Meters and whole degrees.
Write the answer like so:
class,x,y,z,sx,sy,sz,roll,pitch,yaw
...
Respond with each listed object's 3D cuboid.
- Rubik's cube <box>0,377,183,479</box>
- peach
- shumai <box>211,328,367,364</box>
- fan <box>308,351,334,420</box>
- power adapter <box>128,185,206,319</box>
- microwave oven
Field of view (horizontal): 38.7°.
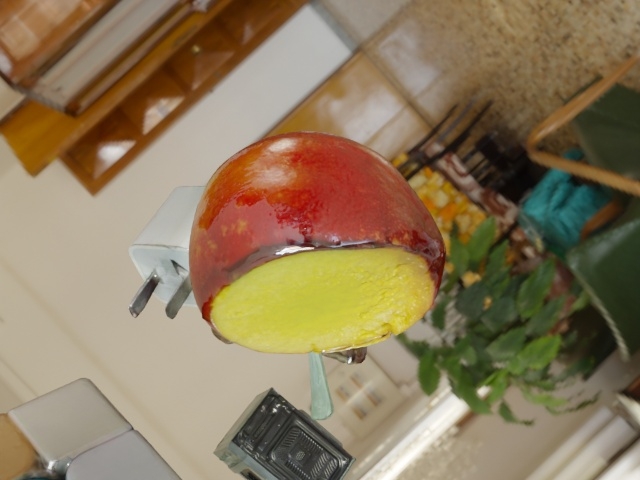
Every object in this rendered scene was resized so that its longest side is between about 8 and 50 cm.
class,x,y,z,sx,sy,sz,roll,pitch,yaw
Rubik's cube,-0.329,0.433,1.055,0.344,0.347,0.346,38,133,35
peach,0.000,0.000,1.011,0.248,0.275,0.245,59,-150,-79
shumai,-0.031,0.092,1.587,0.283,0.217,0.346,3,171,43
fan,-0.006,0.171,1.354,0.016,0.038,0.193,23,-126,-52
power adapter,-0.195,0.033,1.301,0.130,0.205,0.125,4,135,30
microwave oven,-0.065,0.393,1.671,0.208,0.162,0.122,41,154,-3
